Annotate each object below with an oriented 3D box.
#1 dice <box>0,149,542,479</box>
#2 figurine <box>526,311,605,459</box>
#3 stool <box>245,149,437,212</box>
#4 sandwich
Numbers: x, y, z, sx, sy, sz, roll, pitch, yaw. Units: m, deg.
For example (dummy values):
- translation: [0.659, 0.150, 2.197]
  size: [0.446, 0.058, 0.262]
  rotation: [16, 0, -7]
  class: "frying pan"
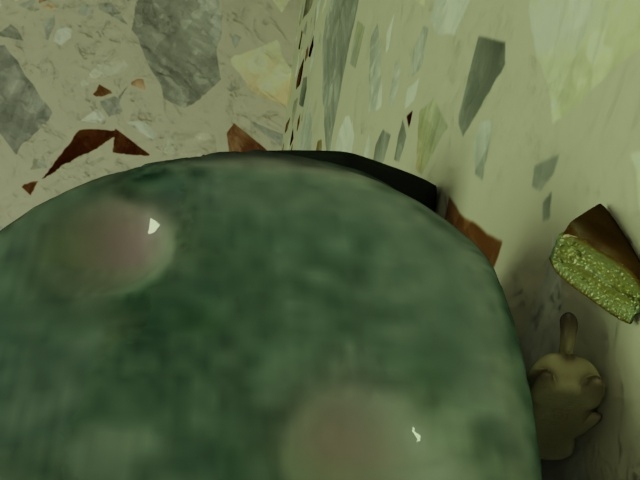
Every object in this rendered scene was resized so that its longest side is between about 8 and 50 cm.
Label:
- translation: [-0.055, 0.163, 0.579]
  size: [0.348, 0.330, 0.328]
  rotation: [-90, 2, -46]
  class: "dice"
- translation: [0.139, 0.087, 0.522]
  size: [0.051, 0.047, 0.083]
  rotation: [-69, -9, -46]
  class: "figurine"
- translation: [0.000, 0.000, 0.905]
  size: [0.232, 0.232, 0.141]
  rotation: [134, 142, -74]
  class: "stool"
- translation: [0.152, 0.008, 0.503]
  size: [0.083, 0.044, 0.031]
  rotation: [-98, 24, -54]
  class: "sandwich"
